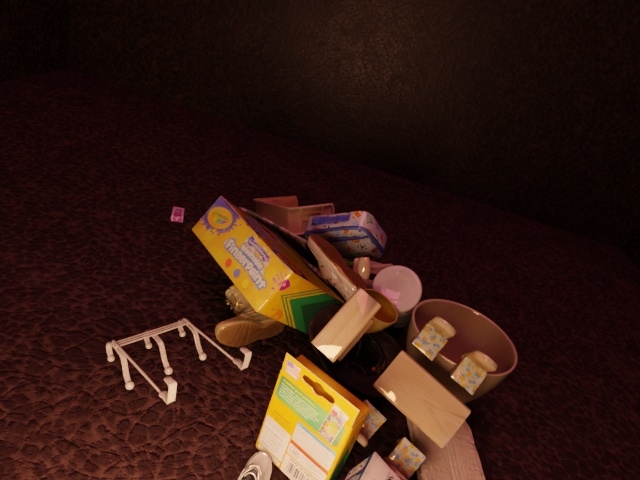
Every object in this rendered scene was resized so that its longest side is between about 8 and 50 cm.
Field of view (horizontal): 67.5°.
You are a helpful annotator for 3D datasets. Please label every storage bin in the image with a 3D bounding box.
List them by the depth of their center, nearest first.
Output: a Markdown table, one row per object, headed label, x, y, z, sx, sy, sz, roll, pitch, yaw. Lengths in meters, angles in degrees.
| label | x | y | z | sx | sy | sz | roll | pitch | yaw |
| --- | --- | --- | --- | --- | --- | --- | --- | --- | --- |
| storage bin | -0.114 | -0.115 | 2.101 | 0.260 | 0.123 | 0.262 | -10 | 17 | -40 |

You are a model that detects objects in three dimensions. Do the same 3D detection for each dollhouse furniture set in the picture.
| label | x | y | z | sx | sy | sz | roll | pitch | yaw |
| --- | --- | --- | --- | --- | --- | --- | --- | --- | --- |
| dollhouse furniture set | 0.184 | 0.326 | 1.173 | 0.394 | 0.362 | 0.256 | 40 | -11 | 12 |

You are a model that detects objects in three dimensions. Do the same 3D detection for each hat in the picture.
| label | x | y | z | sx | sy | sz | roll | pitch | yaw |
| --- | --- | --- | --- | --- | --- | --- | --- | --- | --- |
| hat | 0.090 | 0.359 | 1.460 | 0.331 | 0.134 | 0.331 | 22 | 36 | -17 |

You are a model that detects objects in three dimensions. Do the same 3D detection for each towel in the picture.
| label | x | y | z | sx | sy | sz | roll | pitch | yaw |
| --- | --- | --- | --- | --- | --- | --- | --- | --- | --- |
| towel | 0.337 | 0.582 | 1.294 | 0.187 | 0.049 | 0.282 | 14 | 29 | -6 |
| towel | -0.175 | -0.022 | 1.935 | 0.324 | 0.038 | 0.248 | 28 | -13 | 17 |

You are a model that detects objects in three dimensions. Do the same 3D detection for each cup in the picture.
| label | x | y | z | sx | sy | sz | roll | pitch | yaw |
| --- | --- | --- | --- | --- | --- | --- | --- | --- | --- |
| cup | 0.402 | 0.378 | 1.495 | 0.331 | 0.237 | 0.331 | 14 | 28 | -7 |

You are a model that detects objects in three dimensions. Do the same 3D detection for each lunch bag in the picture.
| label | x | y | z | sx | sy | sz | roll | pitch | yaw |
| --- | --- | --- | --- | --- | --- | --- | --- | --- | --- |
| lunch bag | 0.087 | -0.013 | 1.846 | 0.303 | 0.243 | 0.115 | -6 | 56 | 32 |

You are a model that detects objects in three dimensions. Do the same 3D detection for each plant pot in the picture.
| label | x | y | z | sx | sy | sz | roll | pitch | yaw |
| --- | --- | --- | --- | --- | --- | --- | --- | --- | --- |
| plant pot | 0.154 | 0.229 | 1.471 | 0.134 | 0.095 | 0.134 | 24 | 33 | -17 |

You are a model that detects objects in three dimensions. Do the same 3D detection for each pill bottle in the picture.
| label | x | y | z | sx | sy | sz | roll | pitch | yaw |
| --- | --- | --- | --- | --- | --- | --- | --- | --- | --- |
| pill bottle | 0.261 | 0.206 | 1.659 | 0.161 | 0.283 | 0.161 | -3 | 66 | 6 |

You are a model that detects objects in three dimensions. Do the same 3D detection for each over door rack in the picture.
| label | x | y | z | sx | sy | sz | roll | pitch | yaw |
| --- | --- | --- | --- | --- | --- | --- | --- | --- | --- |
| over door rack | -0.376 | 0.317 | 1.252 | 0.324 | 0.108 | 0.239 | 14 | 19 | 40 |

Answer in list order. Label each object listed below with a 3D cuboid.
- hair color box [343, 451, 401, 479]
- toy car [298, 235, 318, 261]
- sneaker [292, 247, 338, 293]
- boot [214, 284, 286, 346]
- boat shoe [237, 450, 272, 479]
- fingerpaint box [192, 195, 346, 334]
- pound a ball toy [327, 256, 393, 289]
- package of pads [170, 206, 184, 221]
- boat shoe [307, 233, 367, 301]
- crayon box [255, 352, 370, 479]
| label | x | y | z | sx | sy | sz | roll | pitch | yaw |
| --- | --- | --- | --- | --- | --- | --- | --- | --- | --- |
| hair color box | 0.082 | 0.613 | 0.952 | 0.174 | 0.105 | 0.347 | 46 | 29 | 8 |
| toy car | 0.000 | 0.000 | 2.127 | 0.225 | 0.053 | 0.239 | -9 | 39 | -41 |
| sneaker | -0.047 | 0.136 | 1.826 | 0.121 | 0.111 | 0.300 | 6 | 34 | -42 |
| boot | -0.258 | 0.227 | 1.517 | 0.262 | 0.095 | 0.203 | -4 | 36 | -47 |
| boat shoe | -0.156 | 0.536 | 1.066 | 0.066 | 0.063 | 0.184 | 26 | 29 | 13 |
| fingerpaint box | -0.164 | 0.095 | 1.579 | 0.445 | 0.163 | 0.371 | 43 | 3 | 38 |
| pound a ball toy | 0.175 | 0.143 | 1.768 | 0.208 | 0.136 | 0.319 | 3 | -8 | 43 |
| package of pads | -0.594 | -0.109 | 1.994 | 0.050 | 0.032 | 0.083 | 7 | 30 | -15 |
| boat shoe | 0.034 | 0.099 | 1.616 | 0.277 | 0.096 | 0.098 | 50 | 28 | 20 |
| crayon box | -0.018 | 0.412 | 1.091 | 0.203 | 0.323 | 0.083 | 33 | 32 | 25 |
